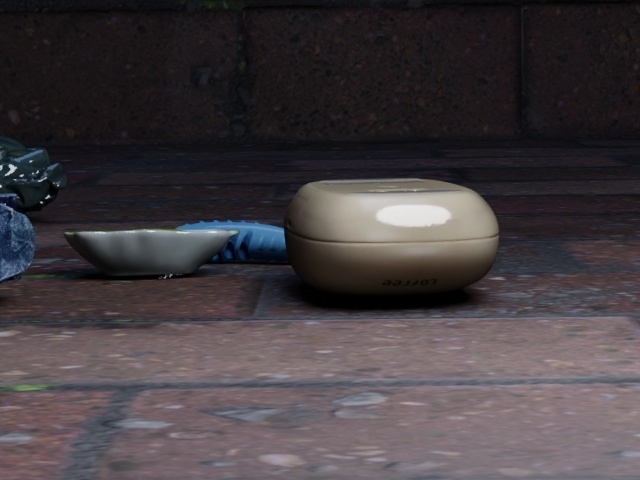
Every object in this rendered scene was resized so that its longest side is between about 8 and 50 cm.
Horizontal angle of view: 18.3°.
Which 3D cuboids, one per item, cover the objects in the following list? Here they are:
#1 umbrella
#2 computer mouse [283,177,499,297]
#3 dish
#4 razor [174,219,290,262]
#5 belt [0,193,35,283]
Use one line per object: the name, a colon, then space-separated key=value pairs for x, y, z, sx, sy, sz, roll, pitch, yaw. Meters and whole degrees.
umbrella: x=-0.421 y=-0.054 z=1.985 sx=0.349 sy=0.094 sz=0.143 roll=-8 pitch=4 yaw=-37
computer mouse: x=0.049 y=-0.002 z=1.440 sx=0.145 sy=0.082 sz=0.236 roll=-3 pitch=4 yaw=-10
dish: x=-0.133 y=0.010 z=1.569 sx=0.137 sy=0.039 sz=0.091 roll=0 pitch=1 yaw=-2
razor: x=0.000 y=0.000 z=1.639 sx=0.253 sy=0.042 sz=0.082 roll=0 pitch=-36 yaw=11
belt: x=-0.303 y=0.007 z=1.412 sx=0.190 sy=0.082 sz=0.141 roll=-4 pitch=4 yaw=-21
